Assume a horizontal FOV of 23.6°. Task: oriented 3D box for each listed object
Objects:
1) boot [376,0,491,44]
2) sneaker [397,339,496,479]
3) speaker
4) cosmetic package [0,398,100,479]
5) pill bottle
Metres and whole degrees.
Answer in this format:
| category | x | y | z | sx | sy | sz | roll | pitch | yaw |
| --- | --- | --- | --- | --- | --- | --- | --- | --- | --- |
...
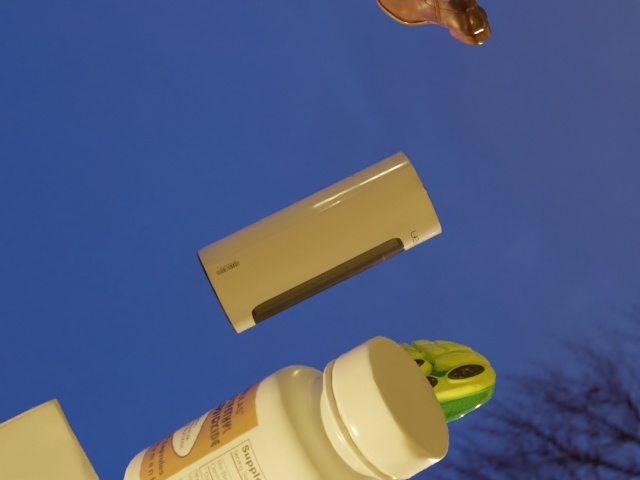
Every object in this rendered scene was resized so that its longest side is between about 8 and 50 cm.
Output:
| category | x | y | z | sx | sy | sz | roll | pitch | yaw |
| --- | --- | --- | --- | --- | --- | --- | --- | --- | --- |
| boot | 0.072 | -0.199 | 1.108 | 0.037 | 0.106 | 0.114 | -56 | -31 | -17 |
| sneaker | 0.044 | 0.196 | 1.458 | 0.123 | 0.295 | 0.109 | 51 | -163 | -23 |
| speaker | 0.000 | 0.000 | 0.889 | 0.055 | 0.136 | 0.055 | 64 | 177 | 6 |
| cosmetic package | -0.206 | 0.255 | 1.300 | 0.085 | 0.117 | 0.231 | -27 | -95 | -13 |
| pill bottle | -0.025 | 0.169 | 1.157 | 0.131 | 0.229 | 0.131 | 46 | -156 | -28 |
